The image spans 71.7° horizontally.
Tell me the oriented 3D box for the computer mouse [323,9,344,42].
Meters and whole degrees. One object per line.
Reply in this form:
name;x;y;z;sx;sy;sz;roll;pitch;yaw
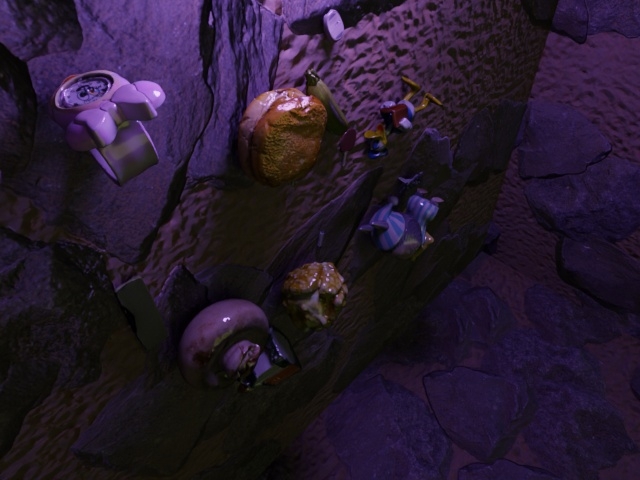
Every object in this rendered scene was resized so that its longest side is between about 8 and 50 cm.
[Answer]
computer mouse;0.035;-0.654;1.352;0.066;0.039;0.096;-48;140;-12

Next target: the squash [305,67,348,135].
squash;0.013;-0.445;1.474;0.094;0.094;0.341;-54;151;-2

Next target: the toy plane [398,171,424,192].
toy plane;0.479;-0.299;2.243;0.234;0.082;0.160;-17;158;-45

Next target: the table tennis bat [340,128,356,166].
table tennis bat;0.104;-0.365;1.742;0.087;0.013;0.157;-26;137;-42

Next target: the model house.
model house;-0.268;0.560;1.995;0.300;0.190;0.271;-36;151;-1

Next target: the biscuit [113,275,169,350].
biscuit;-0.559;0.232;1.386;0.099;0.038;0.323;-39;144;-31

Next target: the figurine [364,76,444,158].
figurine;0.304;-0.456;1.765;0.338;0.204;0.283;-54;177;22

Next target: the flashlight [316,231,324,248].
flashlight;0.000;0.000;1.936;0.018;0.018;0.083;-25;138;-41

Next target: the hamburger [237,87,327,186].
hamburger;-0.114;-0.304;1.355;0.289;0.170;0.314;-18;134;-41

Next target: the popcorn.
popcorn;-0.035;0.239;1.869;0.279;0.274;0.335;31;137;-24

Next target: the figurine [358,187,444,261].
figurine;0.382;-0.079;2.139;0.377;0.266;0.362;0;120;-52

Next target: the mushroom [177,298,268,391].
mushroom;-0.326;0.393;1.603;0.362;0.294;0.362;-33;140;-32

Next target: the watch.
watch;-0.425;-0.226;0.939;0.211;0.248;0.218;-41;149;-22
